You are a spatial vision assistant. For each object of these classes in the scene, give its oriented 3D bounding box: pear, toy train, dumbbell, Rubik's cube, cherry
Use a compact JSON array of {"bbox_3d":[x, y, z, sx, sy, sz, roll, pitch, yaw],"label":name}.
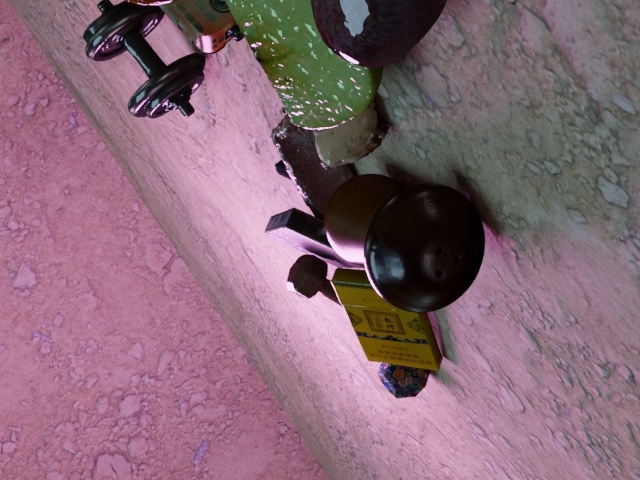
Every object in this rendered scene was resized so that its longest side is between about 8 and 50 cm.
[{"bbox_3d":[0.005,-0.292,1.435,0.239,0.139,0.288,21,146,55],"label":"pear"},{"bbox_3d":[-0.209,-0.408,1.852,0.188,0.099,0.072,50,163,13],"label":"toy train"},{"bbox_3d":[-0.350,-0.367,2.165,0.290,0.192,0.192,52,164,0],"label":"dumbbell"},{"bbox_3d":[0.174,0.274,2.234,0.093,0.111,0.111,30,168,-13],"label":"Rubik's cube"},{"bbox_3d":[0.040,0.111,2.139,0.231,0.092,0.082,32,-162,-22],"label":"dumbbell"},{"bbox_3d":[0.059,-0.290,1.244,0.176,0.176,0.140,44,-157,29],"label":"cherry"}]

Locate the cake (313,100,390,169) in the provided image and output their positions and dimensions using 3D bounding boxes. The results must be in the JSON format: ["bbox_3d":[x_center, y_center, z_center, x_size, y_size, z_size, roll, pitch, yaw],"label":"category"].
[{"bbox_3d":[0.040,-0.212,1.681,0.220,0.117,0.086,-94,-14,-52],"label":"cake"}]

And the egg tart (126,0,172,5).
[{"bbox_3d":[-0.263,-0.459,1.665,0.202,0.147,0.202,6,151,3],"label":"egg tart"}]

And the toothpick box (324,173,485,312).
[{"bbox_3d":[0.121,-0.006,1.637,0.192,0.192,0.294,60,168,-22],"label":"toothpick box"}]

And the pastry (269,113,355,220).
[{"bbox_3d":[-0.013,-0.138,1.864,0.112,0.103,0.265,45,166,48],"label":"pastry"}]

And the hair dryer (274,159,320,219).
[{"bbox_3d":[-0.034,-0.116,2.074,0.128,0.070,0.255,58,171,-19],"label":"hair dryer"}]

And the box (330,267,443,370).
[{"bbox_3d":[0.131,0.152,2.040,0.153,0.041,0.279,5,144,24],"label":"box"}]

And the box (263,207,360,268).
[{"bbox_3d":[-0.001,0.000,2.015,0.180,0.047,0.325,24,175,-8],"label":"box"}]
